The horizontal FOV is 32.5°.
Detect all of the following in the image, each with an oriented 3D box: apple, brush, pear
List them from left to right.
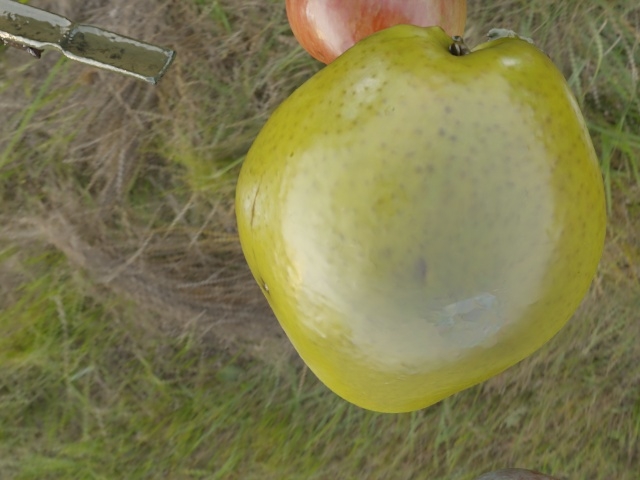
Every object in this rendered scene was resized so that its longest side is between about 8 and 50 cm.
[{"bbox_3d":[-0.230,-0.177,0.966,0.248,0.036,0.043,19,71,25],"label":"brush"},{"bbox_3d":[0.065,-0.266,1.255,0.209,0.209,0.164,19,110,13],"label":"apple"},{"bbox_3d":[0.097,0.015,0.988,0.340,0.191,0.386,3,125,-10],"label":"pear"}]

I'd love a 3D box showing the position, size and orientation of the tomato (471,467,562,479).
[{"bbox_3d":[0.280,0.490,1.595,0.282,0.317,0.316,40,118,11],"label":"tomato"}]
